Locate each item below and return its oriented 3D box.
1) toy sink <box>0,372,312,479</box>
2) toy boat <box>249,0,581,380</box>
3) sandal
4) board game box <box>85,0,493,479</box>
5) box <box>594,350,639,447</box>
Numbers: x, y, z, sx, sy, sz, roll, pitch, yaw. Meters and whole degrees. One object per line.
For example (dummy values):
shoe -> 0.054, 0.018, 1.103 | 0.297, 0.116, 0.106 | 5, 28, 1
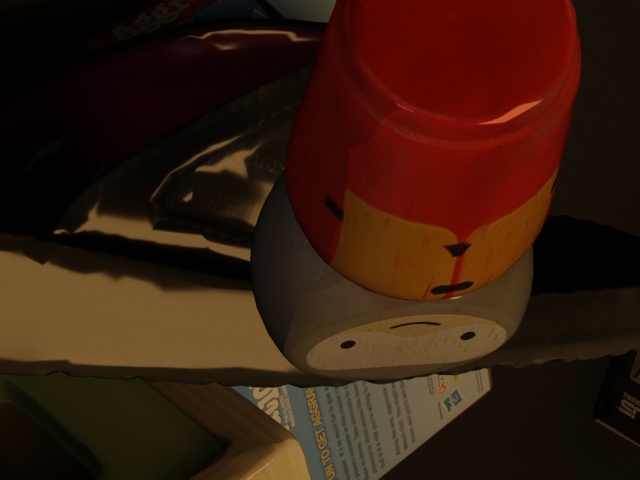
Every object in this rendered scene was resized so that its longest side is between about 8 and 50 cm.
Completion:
toy sink -> -0.129, 0.134, 0.583 | 0.234, 0.153, 0.131 | -36, 136, -23
toy boat -> -0.085, -0.077, 0.395 | 0.267, 0.318, 0.148 | -53, 170, -20
sandal -> -0.039, -0.021, 0.543 | 0.446, 0.167, 0.107 | 3, 99, -39
board game box -> 0.000, 0.000, 0.727 | 0.145, 0.027, 0.281 | -36, 136, -26
box -> 0.346, 0.103, 0.983 | 0.307, 0.242, 0.076 | -7, 118, -44
